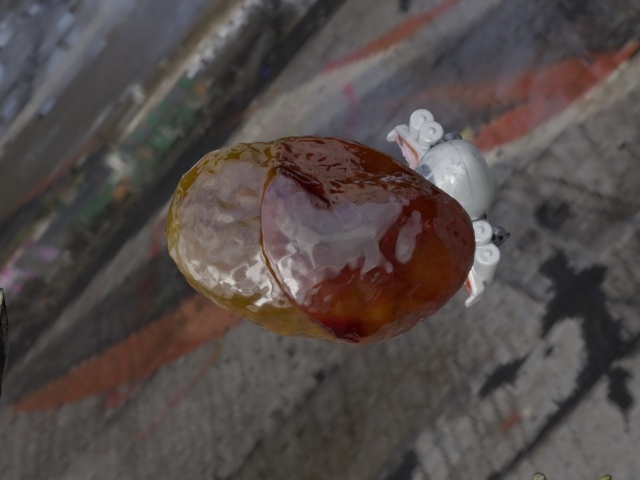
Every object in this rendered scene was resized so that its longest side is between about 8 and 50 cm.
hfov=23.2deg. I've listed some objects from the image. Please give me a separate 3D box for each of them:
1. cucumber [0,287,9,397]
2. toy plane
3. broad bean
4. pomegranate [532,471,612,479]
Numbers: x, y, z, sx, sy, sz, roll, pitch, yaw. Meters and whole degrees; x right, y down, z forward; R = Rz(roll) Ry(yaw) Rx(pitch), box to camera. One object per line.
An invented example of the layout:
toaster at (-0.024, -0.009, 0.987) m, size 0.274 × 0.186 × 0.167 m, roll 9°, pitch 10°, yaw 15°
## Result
cucumber at (-0.337, 0.108, 1.611) m, size 0.034 × 0.135 × 0.033 m, roll -23°, pitch 46°, yaw -33°
toy plane at (0.147, -0.037, 1.909) m, size 0.118 × 0.252 × 0.252 m, roll -16°, pitch 14°, yaw -16°
broad bean at (0.001, -0.002, 1.156) m, size 0.122 × 0.228 × 0.156 m, roll 153°, pitch 131°, yaw -79°
pomegranate at (0.155, 0.249, 1.106) m, size 0.156 × 0.156 × 0.220 m, roll -98°, pitch 30°, yaw -63°
